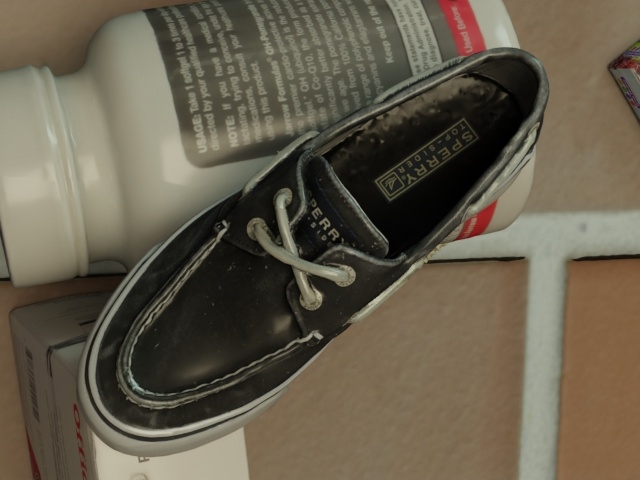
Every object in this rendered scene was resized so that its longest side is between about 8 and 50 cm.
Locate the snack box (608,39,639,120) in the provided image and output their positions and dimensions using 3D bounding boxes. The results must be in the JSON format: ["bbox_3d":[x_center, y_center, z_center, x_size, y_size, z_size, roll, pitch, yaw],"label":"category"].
[{"bbox_3d":[0.293,-0.102,1.147,0.100,0.037,0.141,-39,110,-12],"label":"snack box"}]

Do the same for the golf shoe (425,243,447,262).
[{"bbox_3d":[0.031,-0.010,1.051,0.176,0.069,0.086,-38,104,-12],"label":"golf shoe"}]

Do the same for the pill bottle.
[{"bbox_3d":[-0.044,-0.063,0.945,0.319,0.176,0.176,-11,103,-13],"label":"pill bottle"}]

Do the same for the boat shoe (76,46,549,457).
[{"bbox_3d":[0.000,0.000,0.800,0.301,0.102,0.108,-34,83,-14],"label":"boat shoe"}]

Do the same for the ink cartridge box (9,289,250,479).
[{"bbox_3d":[-0.117,0.128,0.933,0.092,0.218,0.158,-10,103,-19],"label":"ink cartridge box"}]
